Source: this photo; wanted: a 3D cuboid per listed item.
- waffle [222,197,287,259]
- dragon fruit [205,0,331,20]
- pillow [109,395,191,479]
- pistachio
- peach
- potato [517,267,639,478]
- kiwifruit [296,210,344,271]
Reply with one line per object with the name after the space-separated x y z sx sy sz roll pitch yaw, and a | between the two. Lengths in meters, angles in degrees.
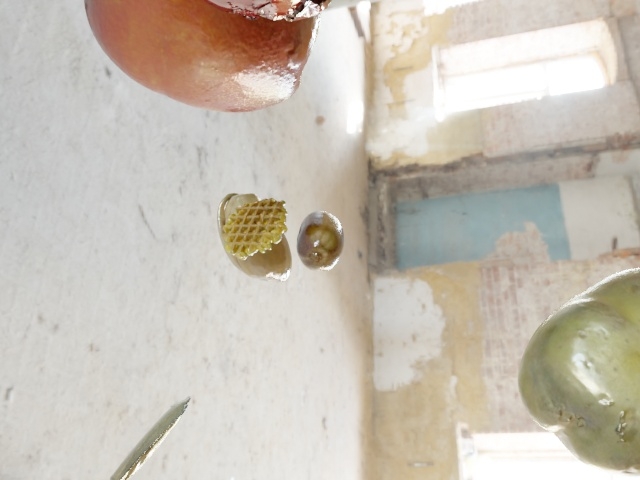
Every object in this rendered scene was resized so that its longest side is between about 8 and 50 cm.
-0.162 -0.032 1.535 0.038 0.191 0.191 50 35 -46 | waffle
-0.056 -0.379 0.636 0.301 0.295 0.296 -30 113 -71 | dragon fruit
-0.298 0.354 1.077 0.217 0.033 0.130 -49 180 -20 | pillow
-0.174 0.000 1.715 0.181 0.162 0.293 -49 117 -36 | pistachio
-0.181 -0.358 0.983 0.372 0.372 0.290 -34 144 -73 | peach
0.353 0.124 0.664 0.192 0.296 0.141 59 -7 20 | potato
0.000 0.000 0.927 0.124 0.075 0.075 -92 171 -70 | kiwifruit
